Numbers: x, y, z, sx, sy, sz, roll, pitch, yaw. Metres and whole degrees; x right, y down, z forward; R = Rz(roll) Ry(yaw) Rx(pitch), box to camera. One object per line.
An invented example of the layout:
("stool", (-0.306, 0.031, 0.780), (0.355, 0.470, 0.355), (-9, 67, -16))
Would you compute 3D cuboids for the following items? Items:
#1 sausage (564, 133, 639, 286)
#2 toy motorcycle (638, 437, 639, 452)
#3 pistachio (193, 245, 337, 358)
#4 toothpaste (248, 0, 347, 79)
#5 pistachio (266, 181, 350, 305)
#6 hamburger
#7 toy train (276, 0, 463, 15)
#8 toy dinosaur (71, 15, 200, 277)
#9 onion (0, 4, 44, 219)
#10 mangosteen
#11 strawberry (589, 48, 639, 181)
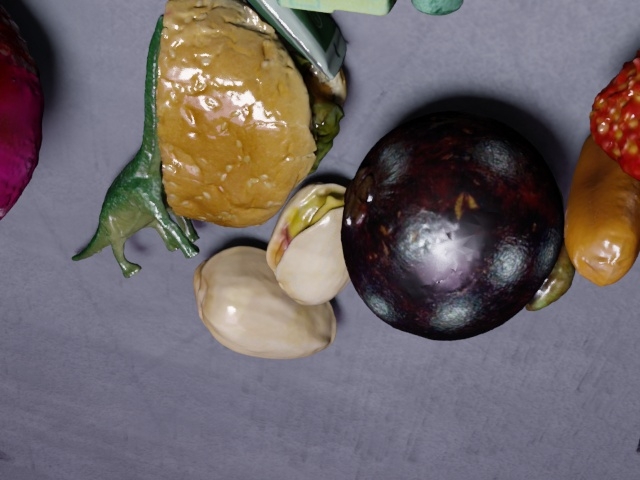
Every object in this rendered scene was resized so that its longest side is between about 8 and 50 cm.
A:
("sausage", (0.318, -0.044, 1.006), (0.098, 0.238, 0.098), (11, 133, 12))
("toy motorcycle", (0.590, 0.316, 1.397), (0.190, 0.074, 0.106), (12, 126, 8))
("pistachio", (-0.084, 0.096, 1.358), (0.229, 0.157, 0.157), (26, 137, -26))
("toothpaste", (-0.107, -0.331, 0.979), (0.061, 0.099, 0.392), (-31, 115, 31))
("pistachio", (0.000, 0.000, 1.253), (0.145, 0.117, 0.200), (-8, 136, -28))
("hamburger", (-0.074, -0.146, 1.094), (0.209, 0.162, 0.330), (9, 131, 12))
("toy train", (0.061, -0.384, 0.832), (0.237, 0.150, 0.369), (11, 134, 16))
("toy dinosaur", (-0.283, -0.099, 1.273), (0.447, 0.087, 0.301), (-16, 114, 36))
("onion", (-0.499, -0.153, 1.159), (0.398, 0.398, 0.420), (-2, 175, 20))
("mangosteen", (0.164, -0.014, 1.073), (0.288, 0.288, 0.288), (9, 135, 9))
("strawberry", (0.464, -0.127, 0.899), (0.343, 0.292, 0.292), (12, 142, 42))
